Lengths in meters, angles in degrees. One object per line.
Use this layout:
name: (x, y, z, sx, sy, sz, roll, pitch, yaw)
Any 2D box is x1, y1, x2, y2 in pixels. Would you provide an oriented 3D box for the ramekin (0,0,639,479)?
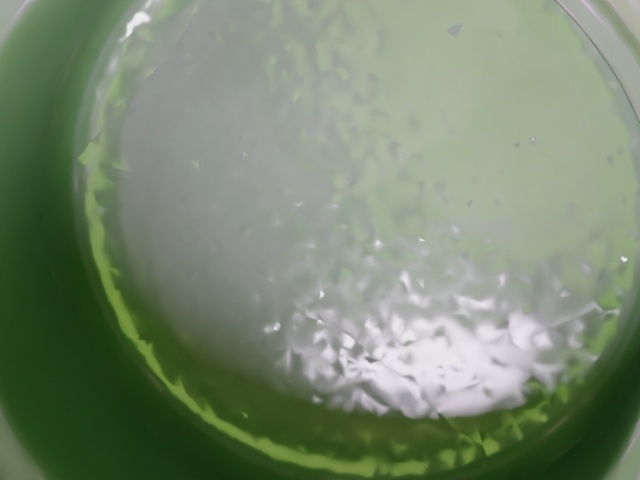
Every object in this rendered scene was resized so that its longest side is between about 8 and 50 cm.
ramekin: (0.000, 0.000, 0.588, 0.303, 0.148, 0.304, 4, 105, 14)
